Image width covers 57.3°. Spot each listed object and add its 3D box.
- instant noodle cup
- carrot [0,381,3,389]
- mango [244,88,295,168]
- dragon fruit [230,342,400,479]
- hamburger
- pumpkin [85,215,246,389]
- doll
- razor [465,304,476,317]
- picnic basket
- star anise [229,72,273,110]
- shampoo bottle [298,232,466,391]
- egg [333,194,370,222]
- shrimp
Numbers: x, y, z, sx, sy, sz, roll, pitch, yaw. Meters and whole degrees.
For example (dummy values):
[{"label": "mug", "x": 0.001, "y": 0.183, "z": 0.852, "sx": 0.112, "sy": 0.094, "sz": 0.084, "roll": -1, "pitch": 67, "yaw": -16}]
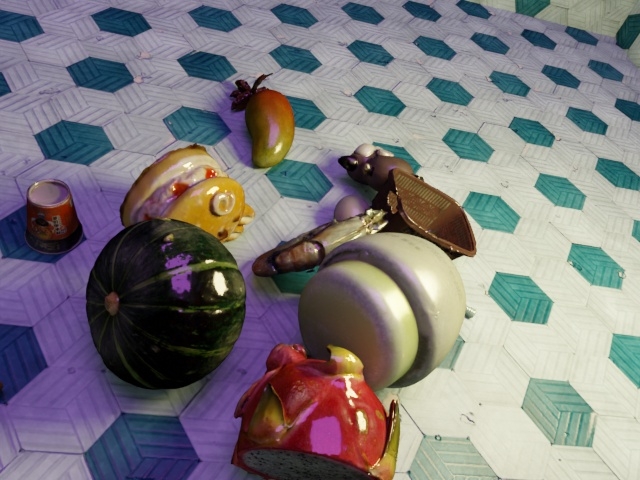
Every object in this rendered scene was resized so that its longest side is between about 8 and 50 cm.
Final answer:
[{"label": "instant noodle cup", "x": -0.593, "y": -0.058, "z": 1.293, "sx": 0.127, "sy": 0.136, "sz": 0.127, "roll": 9, "pitch": 47, "yaw": -10}, {"label": "carrot", "x": -0.629, "y": 0.318, "z": 0.988, "sx": 0.061, "sy": 0.061, "sz": 0.210, "roll": 22, "pitch": 50, "yaw": 2}, {"label": "mango", "x": -0.146, "y": -0.338, "z": 1.731, "sx": 0.145, "sy": 0.129, "sz": 0.289, "roll": 0, "pitch": 57, "yaw": -22}, {"label": "dragon fruit", "x": -0.001, "y": 0.308, "z": 1.045, "sx": 0.305, "sy": 0.305, "sz": 0.226, "roll": 17, "pitch": 55, "yaw": -4}, {"label": "hamburger", "x": -0.287, "y": -0.061, "z": 1.347, "sx": 0.186, "sy": 0.261, "sz": 0.302, "roll": 41, "pitch": 7, "yaw": 12}, {"label": "pumpkin", "x": -0.296, "y": 0.116, "z": 1.112, "sx": 0.323, "sy": 0.323, "sz": 0.241, "roll": 44, "pitch": 20, "yaw": 22}, {"label": "doll", "x": 0.172, "y": -0.199, "z": 1.682, "sx": 0.181, "sy": 0.118, "sz": 0.257, "roll": 11, "pitch": 18, "yaw": -40}, {"label": "razor", "x": 0.294, "y": 0.125, "z": 1.486, "sx": 0.231, "sy": 0.106, "sz": 0.068, "roll": 33, "pitch": 45, "yaw": -1}, {"label": "picnic basket", "x": 0.263, "y": -0.040, "z": 1.540, "sx": 0.296, "sy": 0.129, "sz": 0.223, "roll": 24, "pitch": 40, "yaw": -30}, {"label": "star anise", "x": -0.216, "y": -0.486, "z": 1.834, "sx": 0.140, "sy": 0.144, "sz": 0.158, "roll": 10, "pitch": 46, "yaw": 0}, {"label": "shampoo bottle", "x": 0.136, "y": 0.141, "z": 1.236, "sx": 0.322, "sy": 0.323, "sz": 0.317, "roll": 43, "pitch": 43, "yaw": 21}, {"label": "egg", "x": 0.086, "y": -0.061, "z": 1.562, "sx": 0.103, "sy": 0.103, "sz": 0.135, "roll": 7, "pitch": 49, "yaw": -13}, {"label": "shrimp", "x": 0.000, "y": 0.000, "z": 1.398, "sx": 0.360, "sy": 0.247, "sz": 0.085, "roll": -24, "pitch": 102, "yaw": -14}]
